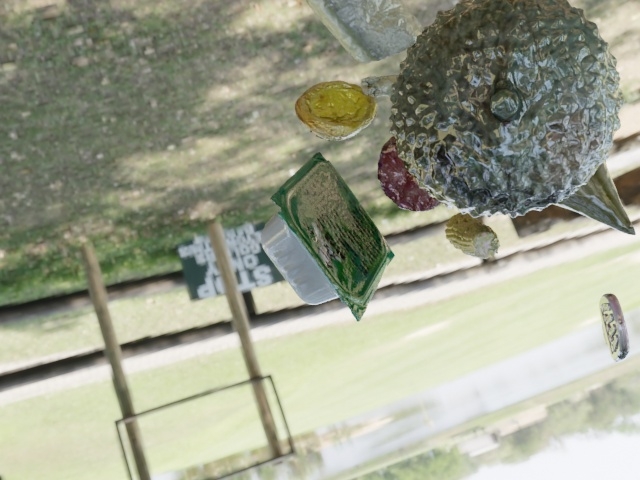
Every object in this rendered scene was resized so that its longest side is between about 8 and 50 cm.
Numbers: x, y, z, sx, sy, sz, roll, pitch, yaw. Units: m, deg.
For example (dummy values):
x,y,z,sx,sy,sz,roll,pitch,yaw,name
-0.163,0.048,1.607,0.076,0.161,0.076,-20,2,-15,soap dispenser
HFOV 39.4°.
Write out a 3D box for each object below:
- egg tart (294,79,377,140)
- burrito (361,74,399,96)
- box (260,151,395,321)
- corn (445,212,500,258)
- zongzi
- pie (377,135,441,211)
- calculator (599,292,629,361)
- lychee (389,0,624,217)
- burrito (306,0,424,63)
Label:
x,y,z,sx,sy,sz,roll,pitch,yaw,name
0.033,-0.278,1.967,0.191,0.191,0.074,-14,137,-21,egg tart
0.157,-0.333,1.929,0.149,0.055,0.041,-4,175,-20,burrito
0.000,0.000,1.663,0.106,0.264,0.337,-33,-172,25,box
0.326,-0.012,1.940,0.086,0.087,0.288,-20,-172,0,corn
0.425,-0.106,1.773,0.323,0.361,0.159,-33,154,33,zongzi
0.173,-0.126,1.647,0.154,0.154,0.036,-32,-178,35,pie
0.451,0.133,1.373,0.024,0.103,0.166,-13,165,9,calculator
0.203,-0.147,0.995,0.255,0.255,0.274,-22,176,8,lychee
0.061,-0.455,1.710,0.143,0.299,0.105,-41,-160,14,burrito
